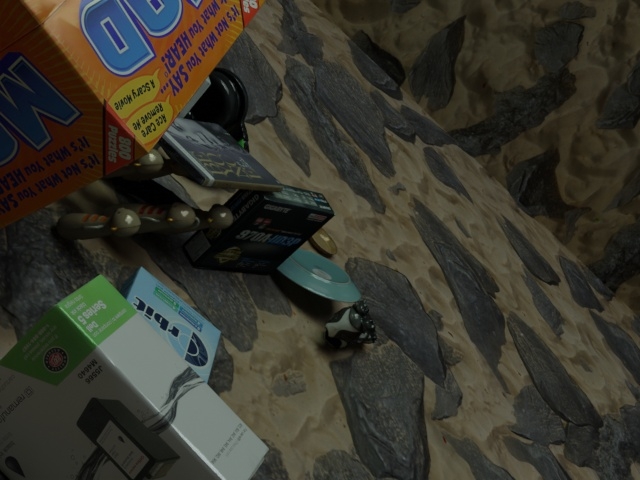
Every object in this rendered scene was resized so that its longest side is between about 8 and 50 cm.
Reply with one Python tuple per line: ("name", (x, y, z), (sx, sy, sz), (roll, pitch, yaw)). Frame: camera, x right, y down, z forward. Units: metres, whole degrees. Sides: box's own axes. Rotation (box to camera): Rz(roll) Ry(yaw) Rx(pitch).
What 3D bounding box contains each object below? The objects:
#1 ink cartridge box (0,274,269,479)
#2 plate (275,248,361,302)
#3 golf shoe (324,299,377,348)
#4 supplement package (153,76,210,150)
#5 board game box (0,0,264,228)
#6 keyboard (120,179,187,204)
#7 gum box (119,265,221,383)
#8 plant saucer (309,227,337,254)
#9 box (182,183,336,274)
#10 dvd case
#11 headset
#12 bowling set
("ink cartridge box", (-0.224, 0.208, 1.224), (0.273, 0.198, 0.115), (46, 21, -1))
("plate", (-0.007, 0.055, 2.075), (0.188, 0.024, 0.188), (25, 15, -7))
("golf shoe", (0.049, 0.153, 2.029), (0.198, 0.094, 0.077), (67, 1, -74))
("supplement package", (-0.325, -0.282, 1.855), (0.199, 0.198, 0.263), (35, 15, -25))
("board game box", (-0.360, -0.279, 1.391), (0.356, 0.356, 0.356), (52, 40, -22))
("keyboard", (-0.307, -0.096, 1.862), (0.192, 0.038, 0.100), (32, 2, -32))
("gum box", (-0.220, 0.137, 1.579), (0.157, 0.041, 0.184), (41, 22, -15))
("plant saucer", (0.000, 0.000, 2.282), (0.083, 0.015, 0.083), (39, 23, -20))
("box", (-0.100, -0.019, 1.902), (0.220, 0.175, 0.051), (11, 42, -58))
("dvd case", (-0.167, -0.134, 1.732), (0.164, 0.018, 0.221), (44, 19, 22))
("headset", (-0.266, -0.272, 2.153), (0.243, 0.185, 0.394), (22, 47, -52))
("bowling set", (-0.256, -0.099, 1.673), (0.287, 0.154, 0.200), (-15, 102, -65))
